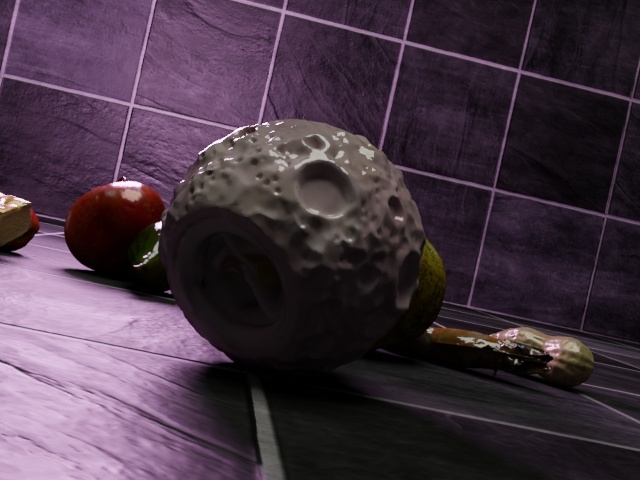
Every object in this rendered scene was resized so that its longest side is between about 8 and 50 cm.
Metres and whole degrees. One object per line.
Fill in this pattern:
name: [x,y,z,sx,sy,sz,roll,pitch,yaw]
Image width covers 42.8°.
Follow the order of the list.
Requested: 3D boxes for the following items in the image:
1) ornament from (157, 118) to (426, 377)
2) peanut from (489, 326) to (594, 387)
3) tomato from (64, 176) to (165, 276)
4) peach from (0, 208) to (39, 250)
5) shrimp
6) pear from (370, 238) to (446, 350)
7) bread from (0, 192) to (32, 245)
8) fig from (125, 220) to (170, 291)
ornament: [-0.021,0.002,0.813,0.259,0.259,0.225,12,27,29]
peanut: [0.335,0.176,1.255,0.187,0.082,0.082,11,-1,44]
tomato: [-0.342,-0.017,1.418,0.187,0.187,0.151,12,39,-47]
peach: [-0.554,-0.031,1.439,0.101,0.100,0.101,12,0,0]
shrimp: [0.212,0.162,1.220,0.296,0.058,0.169,8,-5,32]
pear: [0.078,0.062,1.129,0.197,0.197,0.197,12,0,0]
bread: [-0.581,-0.042,1.329,0.188,0.068,0.125,13,27,21]
fig: [-0.256,0.036,1.281,0.117,0.117,0.177,12,16,-4]
